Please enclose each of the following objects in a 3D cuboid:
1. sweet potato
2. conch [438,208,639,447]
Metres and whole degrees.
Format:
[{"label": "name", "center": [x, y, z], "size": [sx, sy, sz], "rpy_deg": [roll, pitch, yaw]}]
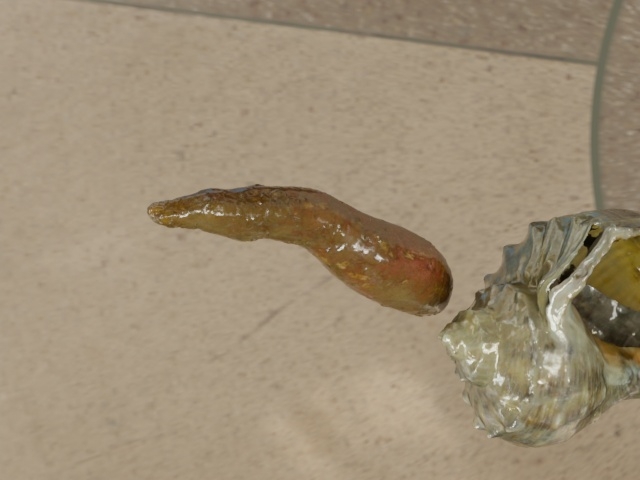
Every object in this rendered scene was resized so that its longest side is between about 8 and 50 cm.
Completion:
[{"label": "sweet potato", "center": [0.000, 0.000, 0.842], "size": [0.050, 0.214, 0.050], "rpy_deg": [-27, 53, 42]}, {"label": "conch", "center": [0.165, 0.049, 0.869], "size": [0.155, 0.207, 0.130], "rpy_deg": [124, 142, -51]}]
